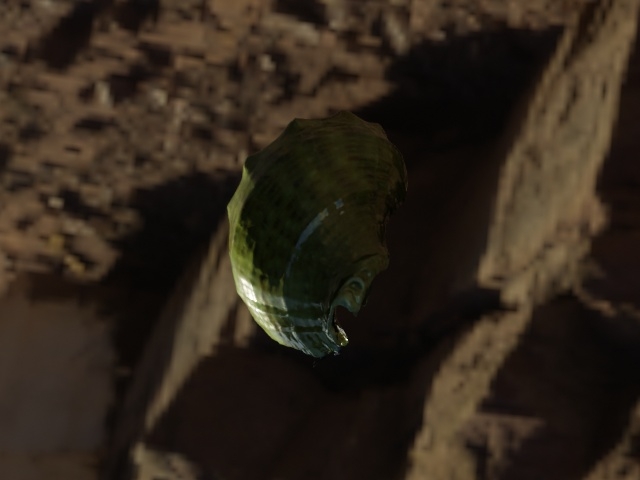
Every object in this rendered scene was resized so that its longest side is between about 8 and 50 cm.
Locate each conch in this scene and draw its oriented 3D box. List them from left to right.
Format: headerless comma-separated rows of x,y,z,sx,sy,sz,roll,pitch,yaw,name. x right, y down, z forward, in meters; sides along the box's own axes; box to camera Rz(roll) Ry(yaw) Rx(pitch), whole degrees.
0.000,0.000,0.781,0.074,0.121,0.089,3,130,-14,conch
